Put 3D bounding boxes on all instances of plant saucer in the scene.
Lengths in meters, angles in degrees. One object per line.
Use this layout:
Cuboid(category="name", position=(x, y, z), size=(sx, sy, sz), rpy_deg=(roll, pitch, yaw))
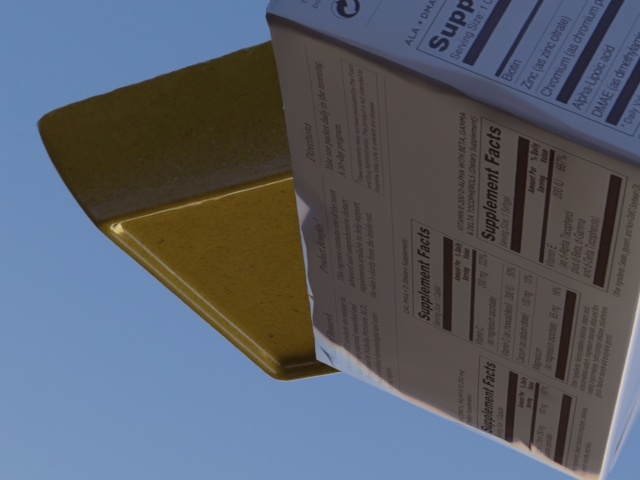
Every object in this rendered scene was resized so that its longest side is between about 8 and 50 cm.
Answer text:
Cuboid(category="plant saucer", position=(0.000, 0.000, 1.261), size=(0.333, 0.081, 0.333), rpy_deg=(-13, -41, 35))

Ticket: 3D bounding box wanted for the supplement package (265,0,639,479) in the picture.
Cuboid(category="supplement package", position=(0.097, -0.061, 0.680), size=(0.145, 0.204, 0.262), rpy_deg=(24, -25, 16))
